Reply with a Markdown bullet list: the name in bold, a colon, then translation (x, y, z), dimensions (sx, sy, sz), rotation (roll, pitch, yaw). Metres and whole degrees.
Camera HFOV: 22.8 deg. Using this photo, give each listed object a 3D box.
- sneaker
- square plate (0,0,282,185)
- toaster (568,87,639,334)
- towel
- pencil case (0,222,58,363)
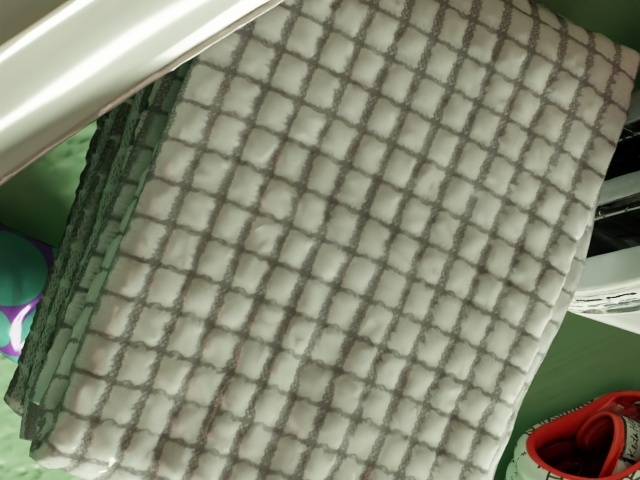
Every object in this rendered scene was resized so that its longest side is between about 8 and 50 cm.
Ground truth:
- **sneaker**: translation (0.230, 0.165, 0.960), dimensions (0.270, 0.090, 0.145), rotation (-2, 120, -15)
- **square plate**: translation (-0.188, -0.180, 0.593), dimensions (0.344, 0.049, 0.347), rotation (-34, 100, 1)
- **toaster**: translation (0.210, -0.010, 0.813), dimensions (0.146, 0.227, 0.129), rotation (15, 77, -21)
- **towel**: translation (0.000, 0.000, 0.746), dimensions (0.235, 0.121, 0.284), rotation (22, 86, -28)
- **pencil case**: translation (-0.157, 0.028, 0.773), dimensions (0.151, 0.064, 0.070), rotation (27, 87, -28)
